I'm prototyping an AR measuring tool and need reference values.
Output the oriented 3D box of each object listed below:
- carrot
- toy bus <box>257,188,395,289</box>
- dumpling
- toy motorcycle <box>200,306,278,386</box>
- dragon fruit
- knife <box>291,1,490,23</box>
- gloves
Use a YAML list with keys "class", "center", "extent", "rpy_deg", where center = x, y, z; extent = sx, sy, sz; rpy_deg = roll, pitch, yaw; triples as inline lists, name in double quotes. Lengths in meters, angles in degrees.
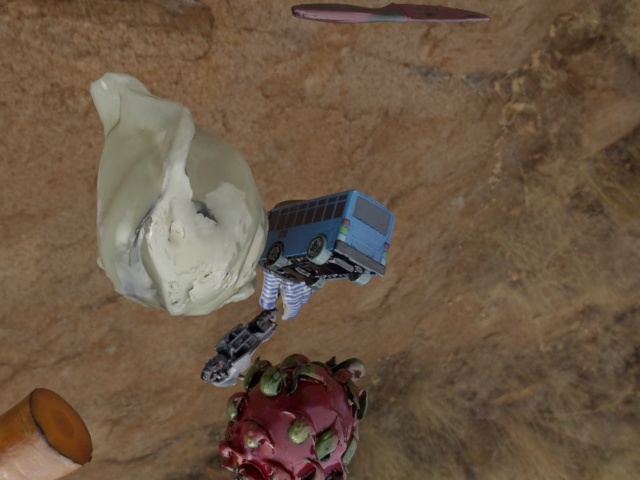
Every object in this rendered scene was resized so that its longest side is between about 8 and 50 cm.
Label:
- class: "carrot"
  center: [-0.526, 0.377, 1.182]
  extent: [0.225, 0.159, 0.159]
  rpy_deg: [-35, 146, -7]
- class: "toy bus"
  center: [0.000, 0.000, 0.898]
  extent: [0.090, 0.106, 0.185]
  rpy_deg: [28, 157, -35]
- class: "dumpling"
  center: [-0.172, -0.043, 0.766]
  extent: [0.187, 0.243, 0.318]
  rpy_deg: [-34, 157, -11]
- class: "toy motorcycle"
  center: [-0.162, 0.231, 1.455]
  extent: [0.215, 0.080, 0.122]
  rpy_deg: [-43, 159, -27]
- class: "dragon fruit"
  center: [-0.029, 0.274, 1.041]
  extent: [0.198, 0.218, 0.273]
  rpy_deg: [-53, 153, 11]
- class: "knife"
  center: [0.087, -0.273, 0.839]
  extent: [0.247, 0.035, 0.018]
  rpy_deg: [-2, 136, -11]
- class: "gloves"
  center: [-0.043, 0.039, 1.139]
  extent: [0.119, 0.097, 0.229]
  rpy_deg: [-8, 129, -18]
